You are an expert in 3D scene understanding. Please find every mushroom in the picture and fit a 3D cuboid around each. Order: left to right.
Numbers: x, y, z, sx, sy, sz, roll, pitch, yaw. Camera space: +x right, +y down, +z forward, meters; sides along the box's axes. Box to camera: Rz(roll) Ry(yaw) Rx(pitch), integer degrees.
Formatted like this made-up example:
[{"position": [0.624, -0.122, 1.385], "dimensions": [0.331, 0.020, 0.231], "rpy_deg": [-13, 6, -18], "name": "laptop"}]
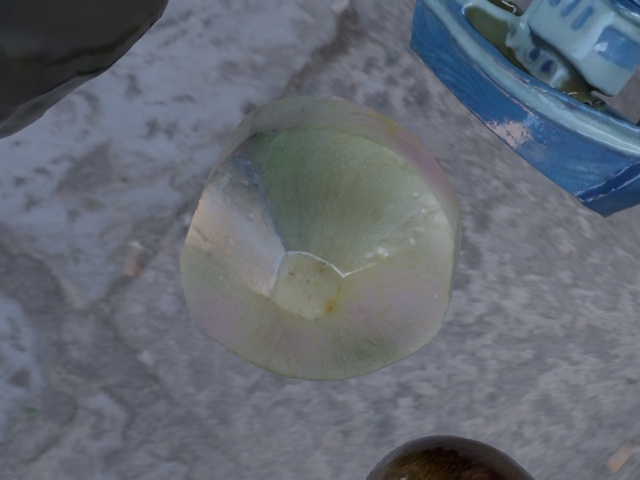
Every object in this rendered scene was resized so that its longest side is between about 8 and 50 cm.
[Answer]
[{"position": [0.125, 0.292, 1.446], "dimensions": [0.253, 0.153, 0.253], "rpy_deg": [18, 115, 47], "name": "mushroom"}]

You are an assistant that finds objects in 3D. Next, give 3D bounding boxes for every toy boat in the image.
[{"position": [0.129, -0.096, 0.863], "dimensions": [0.102, 0.088, 0.215], "rpy_deg": [-56, 40, 18], "name": "toy boat"}]

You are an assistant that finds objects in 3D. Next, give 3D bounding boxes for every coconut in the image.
[{"position": [0.000, 0.000, 1.444], "dimensions": [0.259, 0.259, 0.259], "rpy_deg": [-1, 86, 15], "name": "coconut"}]

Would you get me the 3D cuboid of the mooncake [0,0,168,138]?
[{"position": [-0.221, -0.184, 0.854], "dimensions": [0.161, 0.290, 0.290], "rpy_deg": [-23, 79, 37], "name": "mooncake"}]
